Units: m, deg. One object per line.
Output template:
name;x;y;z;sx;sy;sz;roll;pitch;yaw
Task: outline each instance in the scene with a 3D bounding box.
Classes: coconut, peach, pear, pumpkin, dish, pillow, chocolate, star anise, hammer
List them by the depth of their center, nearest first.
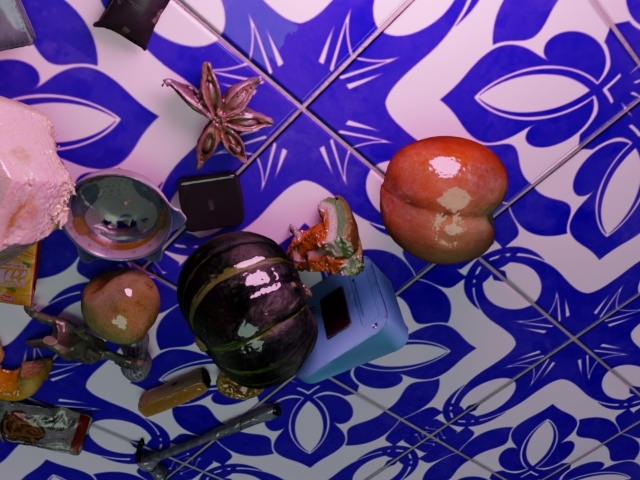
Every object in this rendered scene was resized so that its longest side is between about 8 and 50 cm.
coconut;-0.561;-0.094;1.034;0.297;0.309;0.298;1;97;6
pillow;-0.293;-0.385;1.059;0.090;0.048;0.150;30;122;-18
star anise;-0.173;-0.229;1.192;0.171;0.063;0.208;-18;124;-1
peach;0.232;-0.080;1.264;0.252;0.253;0.253;-4;127;-6
dish;-0.392;-0.055;1.269;0.236;0.086;0.228;20;122;-23
pumpkin;-0.145;0.139;1.312;0.241;0.323;0.323;-27;129;-15
pear;-0.413;0.134;1.361;0.167;0.167;0.137;-26;119;11
chocolate;-0.426;0.262;1.511;0.072;0.072;0.167;0;127;-9
hammer;-0.297;0.530;1.758;0.426;0.044;0.152;-22;126;6

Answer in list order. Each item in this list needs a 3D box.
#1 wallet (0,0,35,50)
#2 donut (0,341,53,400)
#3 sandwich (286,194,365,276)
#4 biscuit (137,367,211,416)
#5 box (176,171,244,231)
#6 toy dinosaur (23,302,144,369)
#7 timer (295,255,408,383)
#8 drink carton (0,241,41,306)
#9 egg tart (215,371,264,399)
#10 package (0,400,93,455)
wallet;-0.620;-0.390;1.000;0.290;0.054;0.252;-12;132;-6
donut;-0.716;0.304;1.496;0.181;0.078;0.146;33;113;-27
sandwich;0.002;0.004;1.319;0.159;0.185;0.109;-20;120;2
biscuit;-0.360;0.373;1.617;0.187;0.056;0.052;-24;129;8
box;-0.218;-0.078;1.320;0.125;0.027;0.126;-8;126;-6
toy dinosaur;-0.526;0.227;1.422;0.293;0.077;0.162;20;153;16
timer;0.046;0.179;1.428;0.249;0.232;0.091;-31;128;15
drink carton;-0.608;0.025;1.303;0.096;0.071;0.223;11;124;-18
egg tart;-0.192;0.341;1.622;0.130;0.052;0.131;-4;126;-5
package;-0.703;0.463;1.645;0.239;0.030;0.154;17;120;-20
